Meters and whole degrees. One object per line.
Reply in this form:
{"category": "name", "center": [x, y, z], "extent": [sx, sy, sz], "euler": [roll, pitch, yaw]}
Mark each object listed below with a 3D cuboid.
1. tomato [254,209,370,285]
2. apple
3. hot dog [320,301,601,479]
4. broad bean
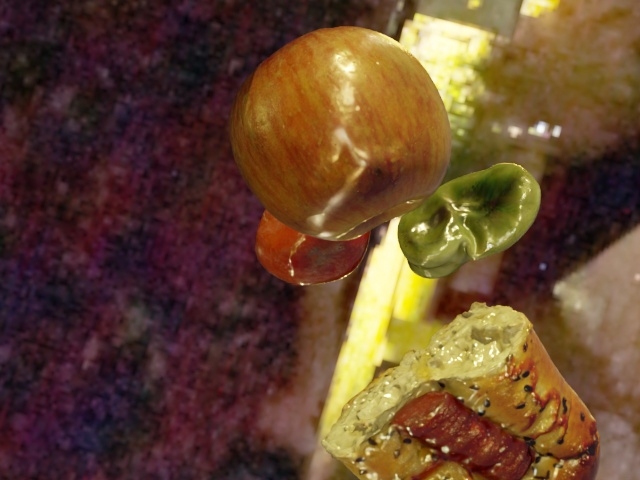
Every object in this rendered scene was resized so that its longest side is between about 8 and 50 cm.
{"category": "tomato", "center": [0.000, 0.000, 1.600], "extent": [0.069, 0.155, 0.155], "euler": [-123, -141, -56]}
{"category": "apple", "center": [0.019, -0.100, 1.240], "extent": [0.211, 0.211, 0.188], "euler": [57, 10, -79]}
{"category": "hot dog", "center": [0.253, 0.340, 2.014], "extent": [0.367, 0.365, 0.196], "euler": [-37, -154, 0]}
{"category": "broad bean", "center": [0.200, -0.030, 1.757], "extent": [0.206, 0.153, 0.072], "euler": [-32, 142, -4]}
